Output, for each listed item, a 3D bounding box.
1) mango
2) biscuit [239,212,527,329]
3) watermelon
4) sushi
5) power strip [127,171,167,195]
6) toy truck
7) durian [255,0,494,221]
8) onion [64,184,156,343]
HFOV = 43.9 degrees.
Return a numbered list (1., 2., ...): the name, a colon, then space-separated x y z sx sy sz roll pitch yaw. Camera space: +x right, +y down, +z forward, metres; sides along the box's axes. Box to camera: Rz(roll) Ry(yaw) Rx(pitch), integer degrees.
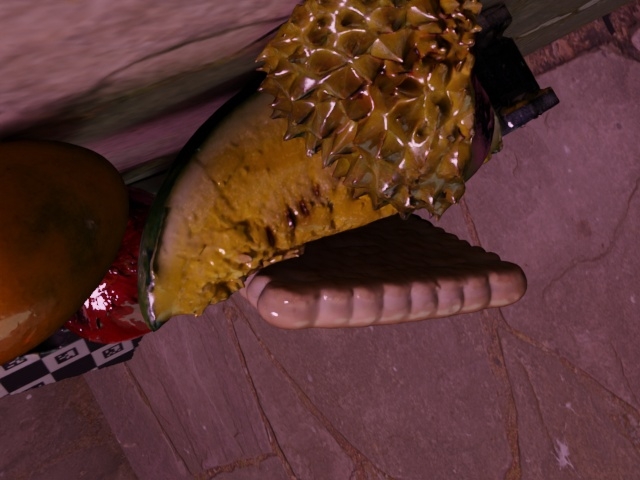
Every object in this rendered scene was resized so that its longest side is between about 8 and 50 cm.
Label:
1. mango: -0.143 -0.001 0.361 0.111 0.089 0.163 -11 -158 34
2. biscuit: 0.000 0.000 0.683 0.217 0.044 0.325 -6 -161 -24
3. watermelon: -0.006 -0.056 0.554 0.301 0.129 0.123 -25 179 -21
4. sushi: -0.289 0.072 0.852 0.264 0.050 0.290 -14 150 -41
5. power strip: -0.175 -0.047 0.773 0.040 0.016 0.090 -23 -176 43
6. toy truck: 0.106 -0.127 0.776 0.272 0.124 0.157 -30 179 -45
7. durian: 0.033 -0.063 0.423 0.119 0.108 0.186 -13 164 -9
8. onion: -0.164 0.020 0.641 0.131 0.131 0.131 -27 -177 2
